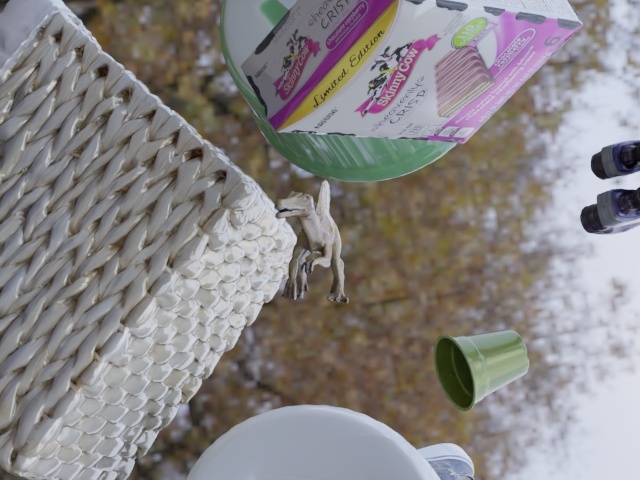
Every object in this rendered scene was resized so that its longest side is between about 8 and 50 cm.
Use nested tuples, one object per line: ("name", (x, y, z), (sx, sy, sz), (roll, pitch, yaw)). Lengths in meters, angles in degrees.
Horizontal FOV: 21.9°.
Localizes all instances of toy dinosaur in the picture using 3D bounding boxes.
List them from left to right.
("toy dinosaur", (0.000, 0.000, 1.266), (0.183, 0.053, 0.092), (9, 86, -83))

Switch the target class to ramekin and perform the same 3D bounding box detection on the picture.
("ramekin", (-0.008, 0.277, 1.470), (0.135, 0.277, 0.277), (81, -7, -73))
("ramekin", (0.037, -0.228, 1.814), (0.148, 0.303, 0.303), (45, 23, -64))

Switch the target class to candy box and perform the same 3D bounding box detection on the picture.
("candy box", (0.076, -0.153, 1.300), (0.159, 0.233, 0.071), (-46, -120, 34))

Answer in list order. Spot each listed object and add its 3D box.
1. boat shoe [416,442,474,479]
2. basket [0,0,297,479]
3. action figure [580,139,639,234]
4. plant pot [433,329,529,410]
("boat shoe", (0.104, 0.259, 1.706), (0.080, 0.228, 0.076), (-48, -120, 15))
("basket", (-0.220, 0.015, 1.437), (0.266, 0.328, 0.331), (38, -5, 14))
("action figure", (0.363, -0.084, 1.693), (0.285, 0.099, 0.185), (149, -61, -72))
("plant pot", (0.173, 0.128, 1.734), (0.083, 0.079, 0.083), (48, -33, 46))
